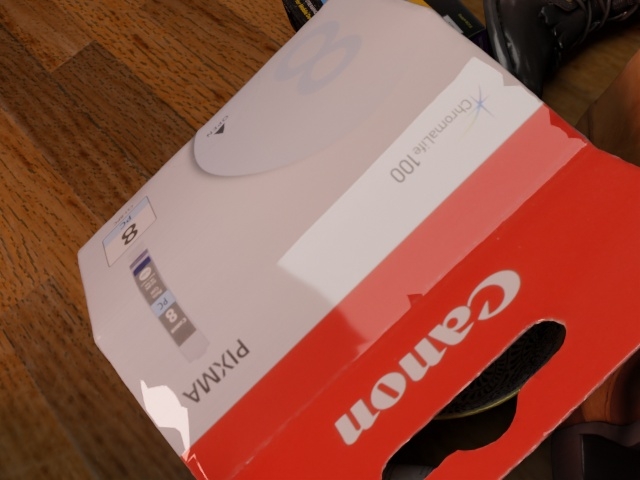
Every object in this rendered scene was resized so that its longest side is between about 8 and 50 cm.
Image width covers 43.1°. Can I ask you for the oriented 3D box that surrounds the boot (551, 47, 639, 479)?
[{"bbox_3d":[0.211,-0.003,0.458,0.096,0.264,0.281,11,60,2],"label":"boot"}]

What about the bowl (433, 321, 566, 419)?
[{"bbox_3d":[0.086,0.056,0.555,0.170,0.080,0.170,-10,54,13],"label":"bowl"}]

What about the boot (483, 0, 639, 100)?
[{"bbox_3d":[0.259,-0.209,0.674,0.228,0.091,0.263,1,55,19],"label":"boot"}]

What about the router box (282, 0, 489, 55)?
[{"bbox_3d":[0.056,-0.202,0.763,0.133,0.046,0.179,-28,53,-2],"label":"router box"}]

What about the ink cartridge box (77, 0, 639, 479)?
[{"bbox_3d":[0.000,0.000,0.498,0.308,0.091,0.385,-44,30,2],"label":"ink cartridge box"}]

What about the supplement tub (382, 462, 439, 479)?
[{"bbox_3d":[0.033,0.172,0.500,0.107,0.071,0.071,1,57,19],"label":"supplement tub"}]
